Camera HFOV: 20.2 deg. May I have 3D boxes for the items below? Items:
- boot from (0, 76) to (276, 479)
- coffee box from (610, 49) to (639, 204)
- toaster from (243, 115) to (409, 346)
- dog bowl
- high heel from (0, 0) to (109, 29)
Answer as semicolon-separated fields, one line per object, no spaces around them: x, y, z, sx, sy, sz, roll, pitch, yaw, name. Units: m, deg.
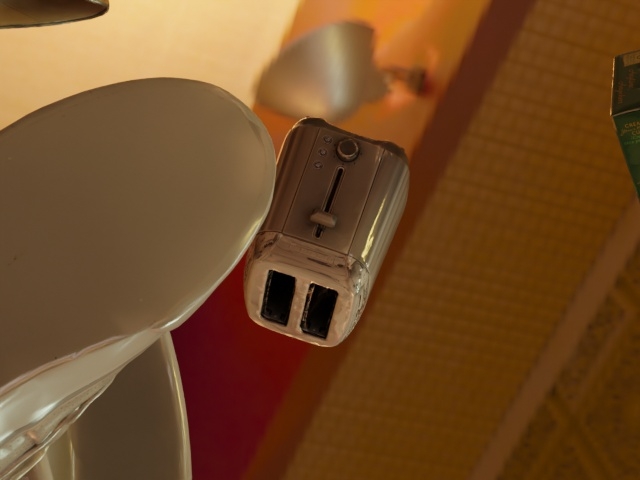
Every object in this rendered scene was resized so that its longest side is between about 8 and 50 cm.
-0.129;0.044;0.658;0.095;0.258;0.123;50;-17;7;boot
0.309;-0.072;1.647;0.040;0.184;0.113;-12;-147;20;coffee box
0.000;0.000;1.691;0.227;0.129;0.146;106;4;-63;toaster
-0.184;0.121;1.232;0.102;0.349;0.348;-12;-121;13;dog bowl
-0.239;-0.141;1.245;0.093;0.186;0.261;-26;-139;42;high heel
